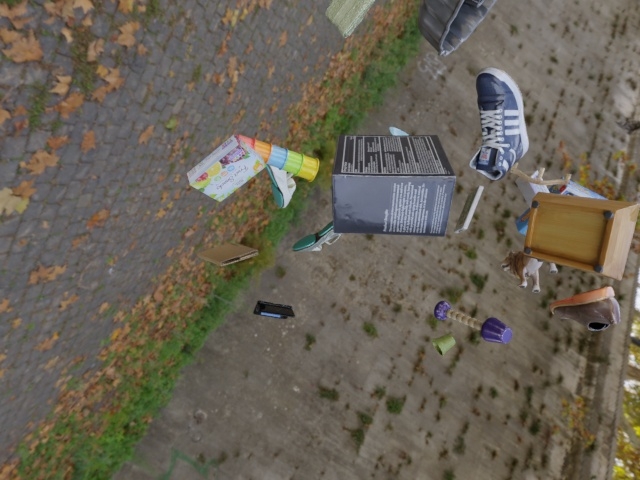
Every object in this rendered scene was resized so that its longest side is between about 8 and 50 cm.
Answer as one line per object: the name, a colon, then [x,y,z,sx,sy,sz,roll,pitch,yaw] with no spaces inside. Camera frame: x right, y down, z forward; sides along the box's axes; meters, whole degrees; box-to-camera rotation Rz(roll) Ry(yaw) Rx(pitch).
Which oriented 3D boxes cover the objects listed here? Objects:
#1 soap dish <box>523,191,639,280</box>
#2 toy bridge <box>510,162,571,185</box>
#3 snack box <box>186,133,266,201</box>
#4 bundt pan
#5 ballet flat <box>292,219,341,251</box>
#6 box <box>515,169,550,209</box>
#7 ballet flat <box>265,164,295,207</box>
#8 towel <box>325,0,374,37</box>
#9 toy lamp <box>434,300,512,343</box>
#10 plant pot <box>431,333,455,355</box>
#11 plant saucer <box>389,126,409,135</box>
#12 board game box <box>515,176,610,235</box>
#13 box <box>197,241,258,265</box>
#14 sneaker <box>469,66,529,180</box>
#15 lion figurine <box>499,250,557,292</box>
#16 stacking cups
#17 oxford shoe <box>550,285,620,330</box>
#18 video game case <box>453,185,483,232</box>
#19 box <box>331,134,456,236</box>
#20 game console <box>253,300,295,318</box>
soap dish: [0.790,-0.022,1.265,0.290,0.118,0.229,21,-70,52]
toy bridge: [0.742,-0.217,1.369,0.063,0.188,0.026,-56,152,-27]
snack box: [-0.205,-0.154,0.887,0.141,0.037,0.100,-35,150,14]
bundt pan: [0.371,-0.654,1.034,0.331,0.124,0.331,-47,171,-9]
ballet flat: [0.000,0.000,1.435,0.213,0.068,0.072,-31,-151,17]
box: [0.862,-0.121,1.558,0.063,0.324,0.067,-42,-164,-15]
ballet flat: [-0.190,-0.299,2.070,0.139,0.139,0.400,-58,163,-21]
towel: [0.084,-0.643,1.097,0.148,0.110,0.027,-44,165,32]
toy lamp: [0.489,0.262,1.312,0.080,0.080,0.274,-58,-152,-7]
plant pot: [0.544,0.449,1.772,0.079,0.083,0.083,-28,176,-5]
plant saucer: [0.333,-0.364,1.561,0.037,0.195,0.195,-52,-178,30]
board game box: [1.151,-0.107,1.901,0.086,0.308,0.302,-79,-165,-47]
box: [-0.368,0.051,1.597,0.164,0.201,0.021,-20,112,-38]
sneaker: [0.437,-0.280,1.029,0.153,0.282,0.099,-48,-145,-13]
lion figurine: [0.968,0.075,1.843,0.392,0.142,0.240,101,1,-54]
stacking cups: [-0.166,-0.306,1.490,0.096,0.316,0.096,-165,-90,-69]
oxford shoe: [0.936,0.263,1.449,0.129,0.133,0.364,-17,161,6]
video game case: [0.632,-0.129,1.736,0.173,0.022,0.190,38,75,-83]
box: [0.184,-0.161,1.115,0.296,0.293,0.183,-80,171,-56]
game console: [-0.156,0.247,1.346,0.071,0.122,0.107,-93,-157,-45]
